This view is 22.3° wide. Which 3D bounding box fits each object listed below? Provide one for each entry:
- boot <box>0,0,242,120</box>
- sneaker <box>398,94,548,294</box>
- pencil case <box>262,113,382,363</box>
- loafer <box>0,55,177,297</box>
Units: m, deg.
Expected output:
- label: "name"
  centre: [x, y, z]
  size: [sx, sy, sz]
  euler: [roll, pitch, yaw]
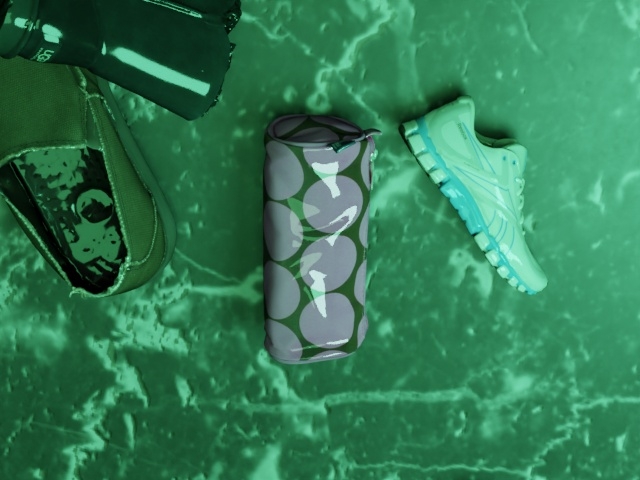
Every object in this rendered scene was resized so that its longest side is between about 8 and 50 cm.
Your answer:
- label: "boot"
  centre: [-0.167, -0.228, 1.302]
  size: [0.207, 0.246, 0.094]
  euler: [15, 152, -35]
- label: "sneaker"
  centre: [0.151, -0.040, 1.385]
  size: [0.083, 0.071, 0.191]
  euler: [-34, 106, 6]
- label: "pencil case"
  centre: [0.000, 0.000, 1.390]
  size: [0.098, 0.095, 0.209]
  euler: [-4, 112, -15]
- label: "loafer"
  centre: [-0.233, -0.106, 1.331]
  size: [0.134, 0.130, 0.366]
  euler: [-30, 106, 10]
